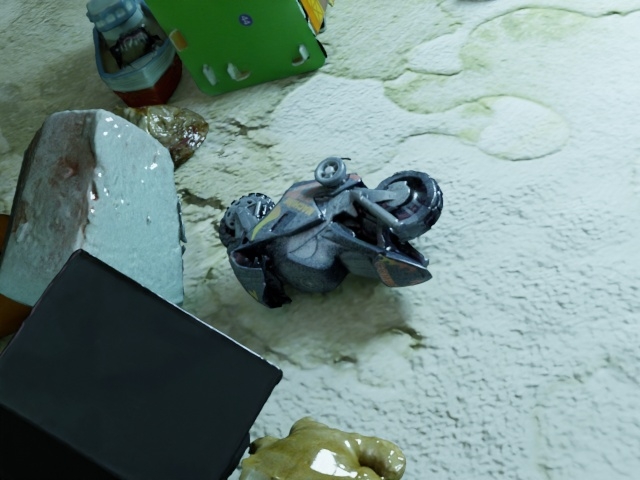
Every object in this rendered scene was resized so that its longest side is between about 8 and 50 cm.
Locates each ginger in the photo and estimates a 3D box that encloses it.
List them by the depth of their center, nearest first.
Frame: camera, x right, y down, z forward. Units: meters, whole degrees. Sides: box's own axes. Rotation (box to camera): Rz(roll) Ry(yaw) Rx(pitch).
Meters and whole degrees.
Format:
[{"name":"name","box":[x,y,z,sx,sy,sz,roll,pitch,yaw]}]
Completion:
[{"name":"ginger","box":[-0.020,0.260,1.040,0.157,0.102,0.216,22,53,17]}]

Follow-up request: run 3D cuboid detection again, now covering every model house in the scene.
[{"name":"model house","box":[-0.134,-0.463,1.719,0.242,0.358,0.313,-13,43,26]}]

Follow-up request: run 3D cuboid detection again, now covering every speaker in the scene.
[{"name":"speaker","box":[-0.191,0.173,1.084,0.232,0.254,0.184,31,60,1]}]

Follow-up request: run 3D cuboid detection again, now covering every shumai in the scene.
[{"name":"shumai","box":[-0.236,-0.169,1.689,0.123,0.105,0.139,-34,62,-9]}]

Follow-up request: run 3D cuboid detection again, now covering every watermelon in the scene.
[{"name":"watermelon","box":[-0.283,-0.052,1.404,0.228,0.258,0.387,7,30,-19]}]

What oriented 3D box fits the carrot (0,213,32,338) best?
[{"name":"carrot","box":[-0.468,0.084,1.527,0.225,0.159,0.159,-41,36,10]}]

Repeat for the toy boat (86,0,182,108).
[{"name":"toy boat","box":[-0.325,-0.338,1.899,0.145,0.133,0.332,-30,37,0]}]

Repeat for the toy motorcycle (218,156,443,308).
[{"name":"toy motorcycle","box":[0.000,0.000,1.322,0.307,0.108,0.173,-6,53,28]}]
